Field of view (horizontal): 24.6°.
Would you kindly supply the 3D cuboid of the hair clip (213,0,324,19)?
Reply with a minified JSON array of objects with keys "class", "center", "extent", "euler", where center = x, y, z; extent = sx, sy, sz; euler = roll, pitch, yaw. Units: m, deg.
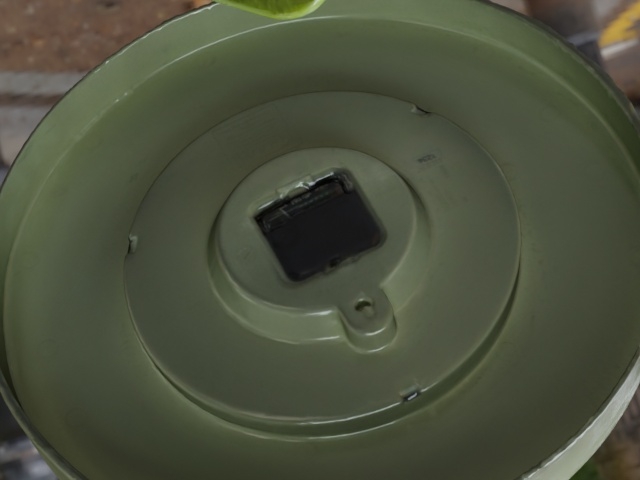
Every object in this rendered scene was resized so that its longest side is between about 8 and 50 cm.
[{"class":"hair clip","center":[-0.071,-0.105,0.364],"extent":[0.033,0.188,0.060],"euler":[-3,122,-62]}]

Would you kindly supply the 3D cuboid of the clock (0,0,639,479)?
[{"class":"clock","center":[0.000,0.000,0.500],"extent":[0.235,0.235,0.029],"euler":[-16,146,-2]}]
